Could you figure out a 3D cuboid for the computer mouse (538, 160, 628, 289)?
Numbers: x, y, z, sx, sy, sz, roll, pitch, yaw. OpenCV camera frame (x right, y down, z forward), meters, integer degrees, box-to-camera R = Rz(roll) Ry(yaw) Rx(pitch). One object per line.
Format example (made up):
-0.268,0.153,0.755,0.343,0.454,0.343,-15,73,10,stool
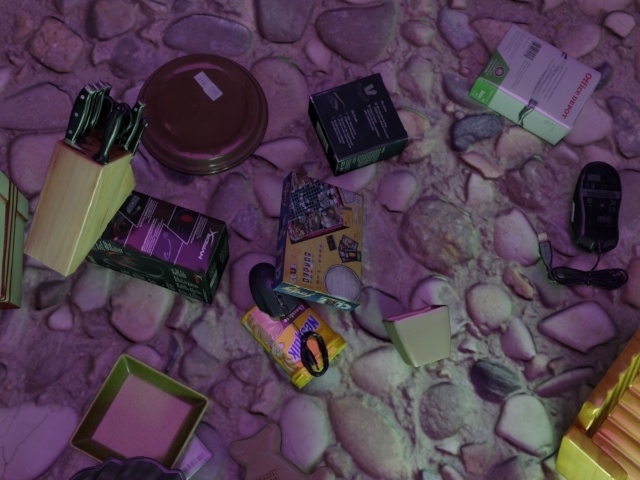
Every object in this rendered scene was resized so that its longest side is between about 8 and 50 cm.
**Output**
0.522,-0.028,1.607,0.184,0.060,0.262,-2,85,-9,computer mouse

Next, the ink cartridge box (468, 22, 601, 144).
0.452,-0.329,1.669,0.219,0.092,0.160,32,74,5,ink cartridge box

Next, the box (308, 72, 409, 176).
0.075,-0.236,1.615,0.158,0.093,0.156,-20,76,-8,box

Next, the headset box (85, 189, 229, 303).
-0.324,-0.001,1.452,0.293,0.218,0.110,19,71,2,headset box

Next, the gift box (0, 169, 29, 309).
-0.690,-0.018,1.413,0.276,0.255,0.258,1,75,-10,gift box

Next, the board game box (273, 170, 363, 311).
0.000,0.000,1.509,0.165,0.042,0.243,18,57,-23,board game box

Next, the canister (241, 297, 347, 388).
-0.053,0.176,1.495,0.126,0.073,0.170,-42,79,-15,canister

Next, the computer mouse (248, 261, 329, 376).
-0.057,0.141,1.447,0.071,0.041,0.242,-31,75,-15,computer mouse

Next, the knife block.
-0.375,-0.106,1.239,0.088,0.242,0.276,29,70,6,knife block

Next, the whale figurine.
-0.068,0.465,1.396,0.216,0.141,0.272,-28,53,-5,whale figurine

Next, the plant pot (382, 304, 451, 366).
0.191,0.182,1.500,0.109,0.109,0.096,-15,89,-9,plant pot

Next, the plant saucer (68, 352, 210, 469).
-0.323,0.328,1.425,0.188,0.045,0.188,27,74,4,plant saucer

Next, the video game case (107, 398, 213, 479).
-0.301,0.395,1.441,0.157,0.019,0.143,-42,80,-13,video game case

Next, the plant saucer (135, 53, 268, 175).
-0.246,-0.269,1.630,0.277,0.041,0.278,1,73,-3,plant saucer

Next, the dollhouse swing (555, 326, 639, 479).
0.645,0.343,1.397,0.305,0.315,0.347,35,73,27,dollhouse swing

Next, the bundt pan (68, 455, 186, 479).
-0.333,0.533,1.305,0.330,0.124,0.331,0,86,2,bundt pan
